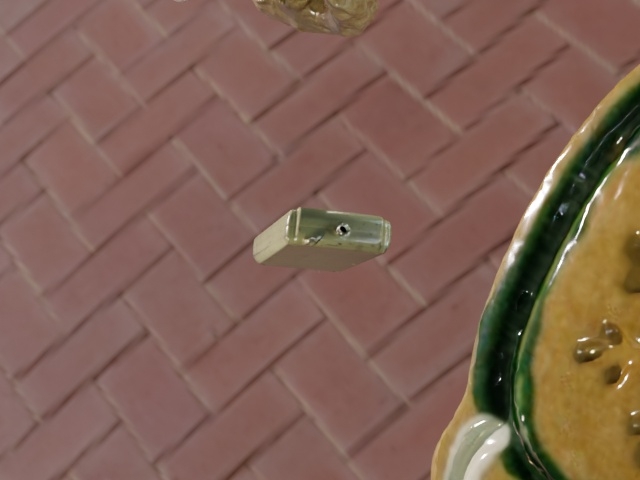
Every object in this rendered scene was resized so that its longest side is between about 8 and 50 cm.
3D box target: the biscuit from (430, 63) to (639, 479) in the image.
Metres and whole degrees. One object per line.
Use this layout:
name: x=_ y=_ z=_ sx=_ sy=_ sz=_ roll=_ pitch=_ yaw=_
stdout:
biscuit: x=0.208 y=0.071 z=0.804 sx=0.287 sy=0.057 sz=0.344 roll=34 pitch=108 yaw=25

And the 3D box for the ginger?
ginger: x=0.000 y=-0.186 z=1.320 sx=0.051 sy=0.069 sz=0.173 roll=-57 pitch=28 yaw=-11

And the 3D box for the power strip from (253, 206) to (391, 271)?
power strip: x=0.000 y=0.000 z=1.246 sx=0.076 sy=0.169 sz=0.028 roll=7 pitch=82 yaw=-12
